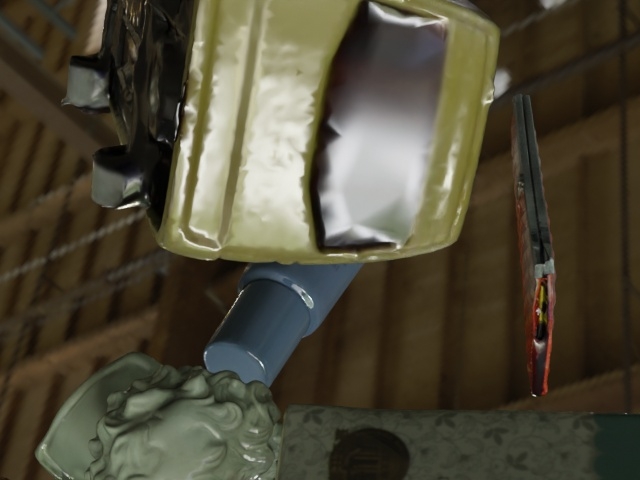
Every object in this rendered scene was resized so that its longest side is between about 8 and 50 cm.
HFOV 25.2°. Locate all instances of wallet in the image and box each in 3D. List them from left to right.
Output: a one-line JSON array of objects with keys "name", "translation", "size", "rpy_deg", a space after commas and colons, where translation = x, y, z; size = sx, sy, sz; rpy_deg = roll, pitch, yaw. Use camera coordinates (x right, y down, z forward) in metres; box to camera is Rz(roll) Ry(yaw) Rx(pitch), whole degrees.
[{"name": "wallet", "translation": [0.135, -0.002, 0.910], "size": [0.020, 0.103, 0.196], "rpy_deg": [-4, -145, 6]}]

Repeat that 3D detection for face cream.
[{"name": "face cream", "translation": [0.000, 0.000, 1.412], "size": [0.086, 0.136, 0.385], "rpy_deg": [-51, -176, 46]}]

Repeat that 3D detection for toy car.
[{"name": "toy car", "translation": [-0.025, -0.072, 0.533], "size": [0.256, 0.124, 0.101], "rpy_deg": [-123, -139, -68]}]

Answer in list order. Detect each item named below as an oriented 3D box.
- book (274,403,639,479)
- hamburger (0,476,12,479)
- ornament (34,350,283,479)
[{"name": "book", "translation": [0.146, 0.204, 0.771], "size": [0.379, 0.031, 0.264], "rpy_deg": [-1, -132, 12]}, {"name": "hamburger", "translation": [-0.254, 0.272, 1.005], "size": [0.147, 0.237, 0.236], "rpy_deg": [0, -131, 12]}, {"name": "ornament", "translation": [-0.123, 0.145, 1.004], "size": [0.130, 0.120, 0.285], "rpy_deg": [-52, -164, -18]}]
